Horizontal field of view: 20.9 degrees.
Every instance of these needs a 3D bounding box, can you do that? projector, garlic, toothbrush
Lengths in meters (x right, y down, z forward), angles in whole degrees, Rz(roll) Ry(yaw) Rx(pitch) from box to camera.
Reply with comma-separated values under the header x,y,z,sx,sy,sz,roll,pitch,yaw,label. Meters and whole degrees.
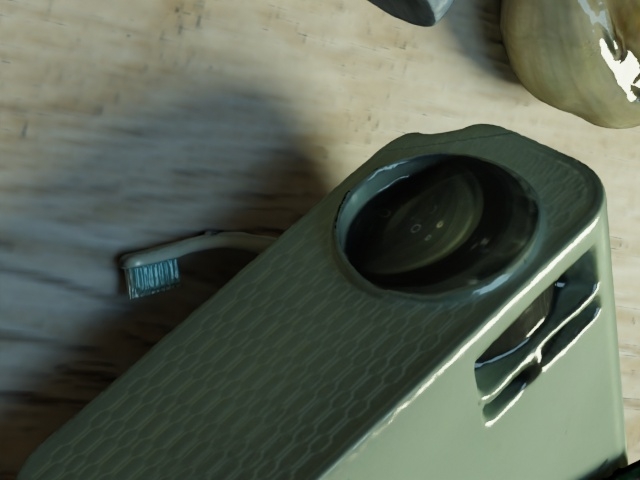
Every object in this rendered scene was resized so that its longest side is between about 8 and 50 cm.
x,y,z,sx,sy,sz,roll,pitch,yaw,label
0.013,0.097,0.694,0.250,0.108,0.198,-41,141,-25,projector
0.115,-0.100,0.779,0.152,0.066,0.084,32,54,-49,garlic
0.000,0.000,0.729,0.204,0.017,0.022,-9,100,-42,toothbrush

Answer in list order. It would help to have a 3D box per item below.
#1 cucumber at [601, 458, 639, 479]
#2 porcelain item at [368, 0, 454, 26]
x,y,z,sx,sy,sz,roll,pitch,yaw,label
0.126,0.135,0.731,0.220,0.046,0.070,-24,126,-44,cucumber
0.089,-0.206,0.665,0.259,0.141,0.141,-53,134,-6,porcelain item
